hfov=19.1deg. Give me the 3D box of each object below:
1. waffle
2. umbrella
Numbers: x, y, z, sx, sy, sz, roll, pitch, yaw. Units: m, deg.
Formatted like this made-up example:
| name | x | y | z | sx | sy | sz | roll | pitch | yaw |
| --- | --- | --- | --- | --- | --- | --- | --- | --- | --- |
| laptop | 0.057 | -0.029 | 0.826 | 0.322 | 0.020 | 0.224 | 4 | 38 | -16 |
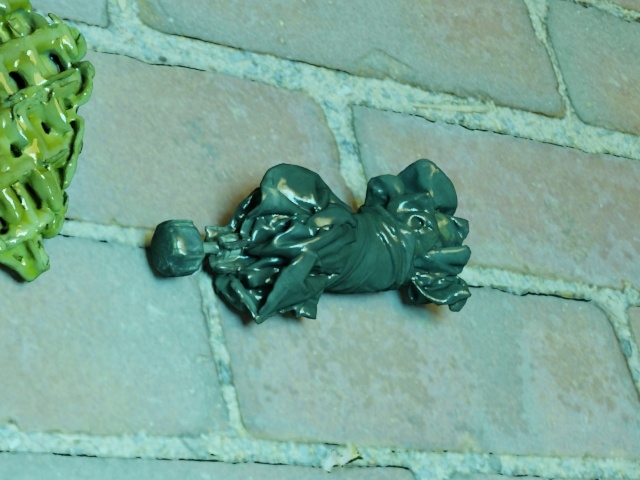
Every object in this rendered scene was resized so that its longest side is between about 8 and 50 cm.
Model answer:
| name | x | y | z | sx | sy | sz | roll | pitch | yaw |
| --- | --- | --- | --- | --- | --- | --- | --- | --- | --- |
| waffle | -0.317 | -0.120 | 1.552 | 0.297 | 0.073 | 0.317 | 24 | 48 | -29 |
| umbrella | 0.002 | 0.001 | 1.739 | 0.348 | 0.094 | 0.143 | 1 | 58 | -39 |
